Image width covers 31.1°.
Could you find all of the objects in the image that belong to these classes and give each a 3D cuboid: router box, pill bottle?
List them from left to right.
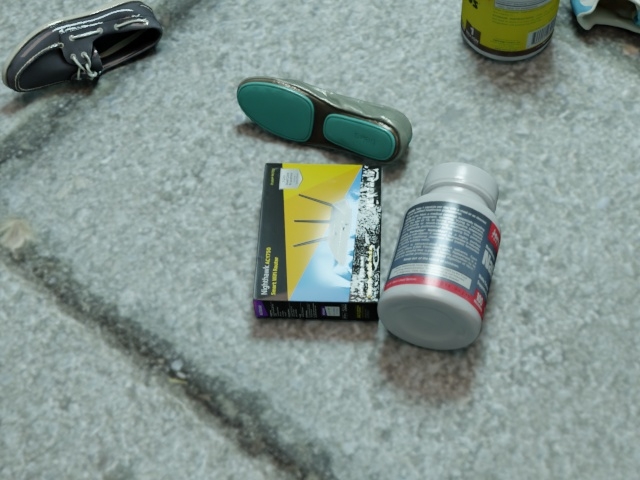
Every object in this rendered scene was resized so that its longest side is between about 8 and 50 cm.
[{"bbox_3d":[0.000,0.000,1.248,0.133,0.046,0.179,1,57,3],"label":"router box"},{"bbox_3d":[0.130,0.012,1.198,0.108,0.108,0.180,12,58,10],"label":"pill bottle"},{"bbox_3d":[0.229,-0.321,1.352,0.117,0.215,0.117,-1,56,1],"label":"pill bottle"}]

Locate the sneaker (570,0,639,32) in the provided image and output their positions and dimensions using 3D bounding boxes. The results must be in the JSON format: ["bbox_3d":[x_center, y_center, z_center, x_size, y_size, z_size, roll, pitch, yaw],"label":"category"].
[{"bbox_3d":[0.423,-0.304,1.419,0.228,0.087,0.092,-1,63,10],"label":"sneaker"}]

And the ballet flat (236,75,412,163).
[{"bbox_3d":[0.006,-0.145,1.343,0.213,0.072,0.068,20,32,14],"label":"ballet flat"}]

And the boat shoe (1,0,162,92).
[{"bbox_3d":[-0.285,-0.230,1.395,0.206,0.075,0.065,-32,58,-23],"label":"boat shoe"}]
